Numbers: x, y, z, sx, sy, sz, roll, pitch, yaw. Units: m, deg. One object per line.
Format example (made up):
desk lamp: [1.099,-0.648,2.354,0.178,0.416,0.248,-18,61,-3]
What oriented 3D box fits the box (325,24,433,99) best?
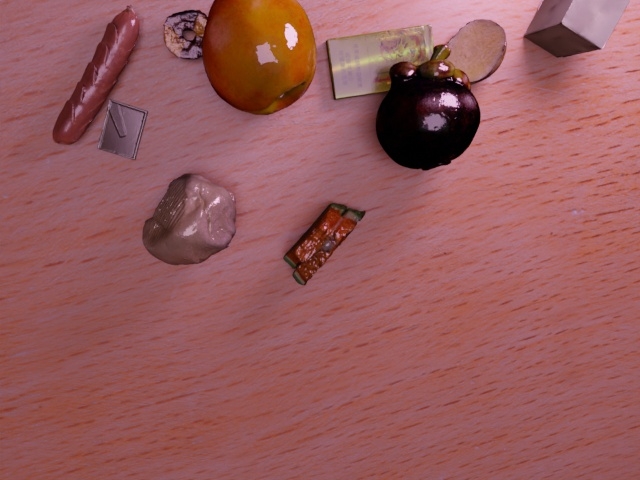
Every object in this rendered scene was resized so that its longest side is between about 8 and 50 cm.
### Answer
box: [0.181,-0.523,1.509,0.312,0.043,0.172,-10,104,-4]

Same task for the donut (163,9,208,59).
donut: [-0.362,-0.570,1.422,0.141,0.059,0.140,-2,103,-8]

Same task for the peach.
peach: [-0.166,-0.507,1.350,0.308,0.308,0.332,-27,95,0]

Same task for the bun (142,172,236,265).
bun: [-0.355,-0.047,1.462,0.205,0.281,0.281,26,99,-38]

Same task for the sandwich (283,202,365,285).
sandwich: [-0.005,0.006,1.535,0.109,0.212,0.292,41,109,1]

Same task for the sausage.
sausage: [-0.612,-0.445,1.410,0.088,0.088,0.433,31,98,-13]

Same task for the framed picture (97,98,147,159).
framed picture: [-0.572,-0.319,1.478,0.109,0.011,0.149,17,100,-11]

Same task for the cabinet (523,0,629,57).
cabinet: [0.725,-0.633,1.467,0.150,0.206,0.145,25,98,-12]

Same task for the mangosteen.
mangosteen: [0.285,-0.350,1.431,0.297,0.297,0.313,-37,111,2]

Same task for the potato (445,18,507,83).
potato: [0.463,-0.531,1.507,0.117,0.182,0.202,11,115,-53]
